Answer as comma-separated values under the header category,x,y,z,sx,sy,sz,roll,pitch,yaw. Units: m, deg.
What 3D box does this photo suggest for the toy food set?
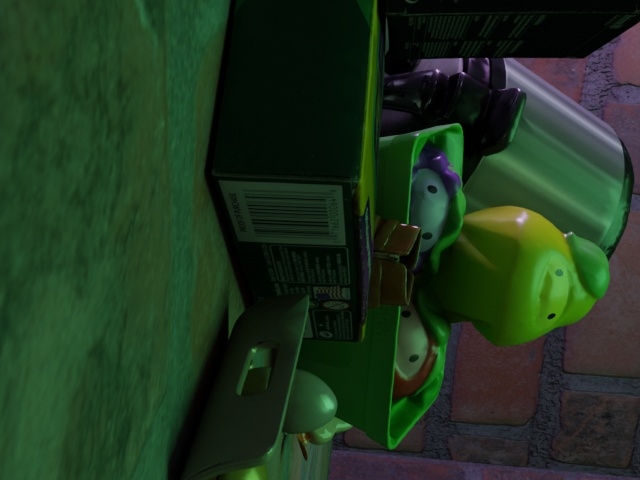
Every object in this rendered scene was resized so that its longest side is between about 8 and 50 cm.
category,x,y,z,sx,sy,sz,roll,pitch,yaw
toy food set,-0.041,0.219,0.747,0.220,0.092,0.306,-78,172,-66

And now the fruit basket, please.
category,x,y,z,sx,sy,sz,roll,pitch,yaw
fruit basket,0.155,0.047,1.226,0.283,0.392,0.392,-24,120,-67

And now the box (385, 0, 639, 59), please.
category,x,y,z,sx,sy,sz,roll,pitch,yaw
box,0.146,-0.207,0.813,0.261,0.184,0.103,-41,133,-85

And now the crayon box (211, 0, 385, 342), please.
category,x,y,z,sx,sy,sz,roll,pitch,yaw
crayon box,-0.002,-0.115,0.858,0.363,0.106,0.313,83,10,-68

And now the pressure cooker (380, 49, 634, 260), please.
category,x,y,z,sx,sy,sz,roll,pitch,yaw
pressure cooker,0.200,-0.107,1.520,0.370,0.420,0.375,-49,-154,26

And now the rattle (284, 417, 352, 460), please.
category,x,y,z,sx,sy,sz,roll,pitch,yaw
rattle,-0.031,0.262,1.516,0.130,0.142,0.200,57,39,-26

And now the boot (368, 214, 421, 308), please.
category,x,y,z,sx,sy,sz,roll,pitch,yaw
boot,0.033,-0.018,1.087,0.073,0.152,0.197,39,55,-67

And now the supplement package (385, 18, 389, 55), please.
category,x,y,z,sx,sy,sz,roll,pitch,yaw
supplement package,0.111,-0.381,1.649,0.149,0.194,0.203,-82,176,-64
